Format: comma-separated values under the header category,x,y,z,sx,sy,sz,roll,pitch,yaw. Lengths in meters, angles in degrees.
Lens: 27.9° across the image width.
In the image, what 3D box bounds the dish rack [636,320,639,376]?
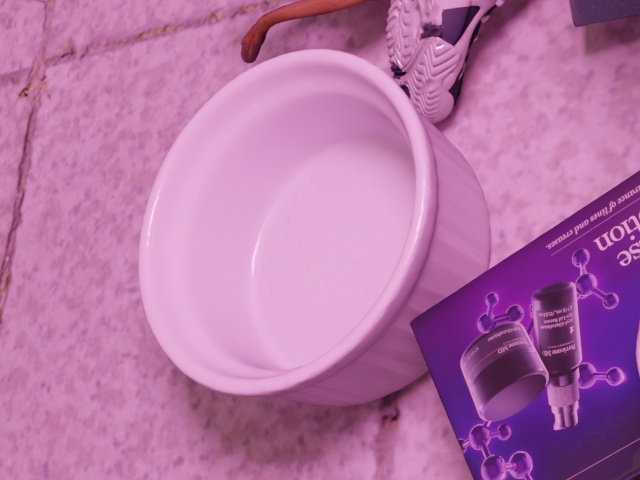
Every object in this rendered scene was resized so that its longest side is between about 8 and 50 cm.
category,x,y,z,sx,sy,sz,roll,pitch,yaw
dish rack,0.333,-0.003,0.722,0.286,0.072,0.333,9,59,13

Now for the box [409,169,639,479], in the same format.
category,x,y,z,sx,sy,sz,roll,pitch,yaw
box,0.214,0.072,0.859,0.261,0.103,0.184,-36,57,21

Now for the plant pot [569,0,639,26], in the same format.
category,x,y,z,sx,sy,sz,roll,pitch,yaw
plant pot,0.287,-0.316,0.871,0.252,0.248,0.247,-2,70,15

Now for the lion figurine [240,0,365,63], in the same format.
category,x,y,z,sx,sy,sz,roll,pitch,yaw
lion figurine,0.069,-0.318,1.100,0.240,0.142,0.392,22,93,46

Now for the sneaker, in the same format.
category,x,y,z,sx,sy,sz,roll,pitch,yaw
sneaker,0.140,-0.212,1.038,0.094,0.153,0.235,-139,44,-60

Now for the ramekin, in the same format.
category,x,y,z,sx,sy,sz,roll,pitch,yaw
ramekin,0.000,0.000,1.028,0.277,0.135,0.277,-14,65,33
